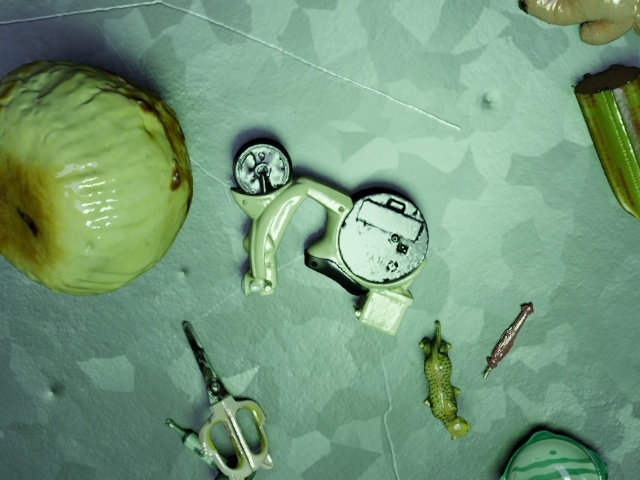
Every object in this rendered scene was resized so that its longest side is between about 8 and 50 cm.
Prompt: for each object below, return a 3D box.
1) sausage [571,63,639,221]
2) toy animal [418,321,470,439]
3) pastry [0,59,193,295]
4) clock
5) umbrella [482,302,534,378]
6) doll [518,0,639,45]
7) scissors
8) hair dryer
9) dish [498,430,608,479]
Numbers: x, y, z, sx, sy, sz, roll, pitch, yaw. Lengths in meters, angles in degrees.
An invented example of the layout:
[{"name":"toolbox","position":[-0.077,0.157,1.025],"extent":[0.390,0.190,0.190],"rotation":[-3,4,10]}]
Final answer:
[{"name":"sausage","position":[0.542,-0.140,1.770],"extent":[0.117,0.125,0.317],"rotation":[-24,104,7]},{"name":"toy animal","position":[0.221,0.251,1.868],"extent":[0.073,0.136,0.181],"rotation":[-7,104,2]},{"name":"pastry","position":[-0.379,-0.108,1.680],"extent":[0.388,0.312,0.389],"rotation":[17,119,34]},{"name":"clock","position":[0.000,0.000,1.815],"extent":[0.379,0.120,0.276],"rotation":[19,99,-6]},{"name":"umbrella","position":[0.344,0.185,1.909],"extent":[0.027,0.025,0.165],"rotation":[34,100,11]},{"name":"doll","position":[0.485,-0.424,1.707],"extent":[0.303,0.156,0.201],"rotation":[13,147,15]},{"name":"scissors","position":[-0.184,0.295,1.901],"extent":[0.024,0.160,0.318],"rotation":[-24,90,47]},{"name":"hair dryer","position":[-0.217,0.403,1.942],"extent":[0.197,0.100,0.057],"rotation":[37,109,6]},{"name":"dish","position":[0.427,0.477,1.937],"extent":[0.224,0.078,0.246],"rotation":[-12,85,-12]}]
